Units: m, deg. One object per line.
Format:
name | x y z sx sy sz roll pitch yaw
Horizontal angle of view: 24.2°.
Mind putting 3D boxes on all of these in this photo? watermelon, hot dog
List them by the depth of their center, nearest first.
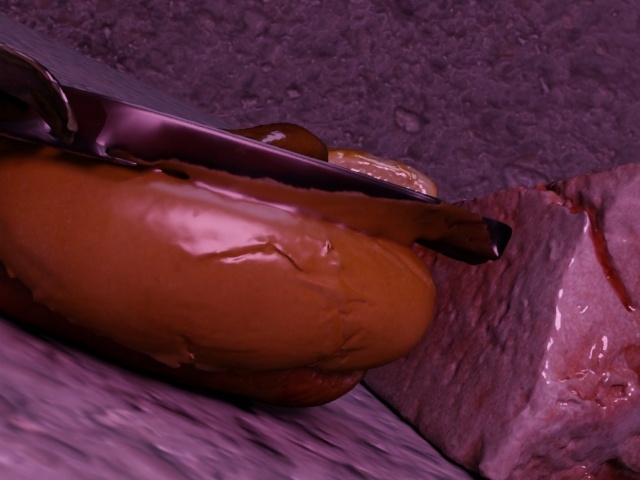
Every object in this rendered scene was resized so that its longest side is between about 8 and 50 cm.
hot dog | -0.079 0.004 0.677 0.326 0.107 0.194 16 -3 -5
watermelon | 0.161 0.046 0.853 0.310 0.193 0.232 26 5 8

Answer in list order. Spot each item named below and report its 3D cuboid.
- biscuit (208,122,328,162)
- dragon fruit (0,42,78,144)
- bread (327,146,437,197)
biscuit | -0.095 -0.047 0.927 0.212 0.036 0.212 -4 0 0
dragon fruit | -0.201 -0.073 0.415 0.274 0.192 0.193 48 45 13
bread | 0.034 -0.005 1.116 0.149 0.122 0.073 24 9 -5
